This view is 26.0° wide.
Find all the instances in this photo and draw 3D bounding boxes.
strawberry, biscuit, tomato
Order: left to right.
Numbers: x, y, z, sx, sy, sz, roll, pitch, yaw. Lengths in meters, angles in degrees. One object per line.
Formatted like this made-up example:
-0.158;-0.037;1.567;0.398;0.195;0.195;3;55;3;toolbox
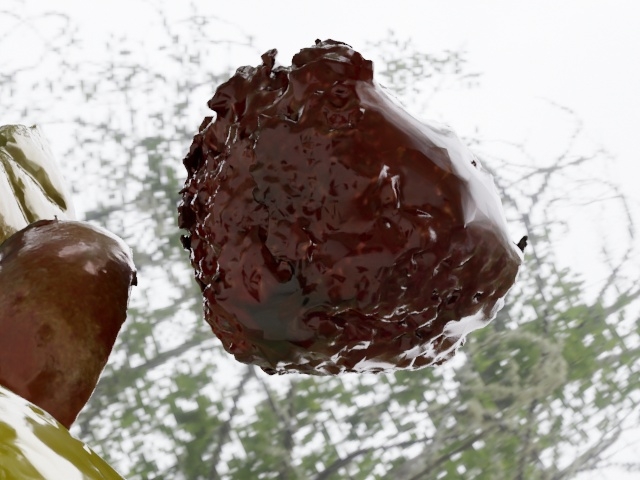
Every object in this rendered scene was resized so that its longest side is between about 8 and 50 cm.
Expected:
-0.298;-0.054;1.248;0.045;0.299;0.154;-17;-101;13;biscuit
-0.234;0.082;1.005;0.095;0.237;0.237;33;-63;-21;tomato
0.000;0.000;0.992;0.274;0.220;0.274;27;-39;25;strawberry

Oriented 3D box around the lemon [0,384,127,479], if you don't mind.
-0.167;0.181;0.385;0.348;0.348;0.348;4;-82;28;lemon
